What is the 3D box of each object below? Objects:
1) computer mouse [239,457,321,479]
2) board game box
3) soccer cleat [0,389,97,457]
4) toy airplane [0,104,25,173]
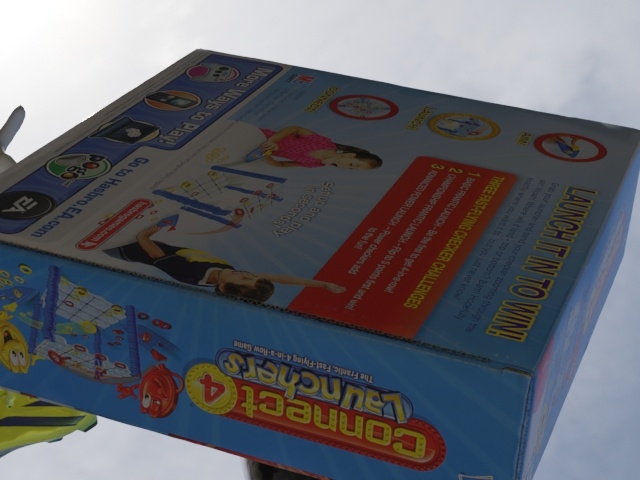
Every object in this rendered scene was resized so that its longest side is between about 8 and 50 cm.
[{"bbox_3d":[-0.023,0.178,1.012,0.072,0.272,0.189,-10,-115,-6],"label":"computer mouse"},{"bbox_3d":[0.000,0.000,0.732,0.302,0.086,0.308,13,-152,18],"label":"board game box"},{"bbox_3d":[-0.284,0.136,1.203,0.289,0.121,0.093,-32,-131,14],"label":"soccer cleat"},{"bbox_3d":[-0.425,0.005,1.398,0.384,0.386,0.272,-23,-139,11],"label":"toy airplane"}]
